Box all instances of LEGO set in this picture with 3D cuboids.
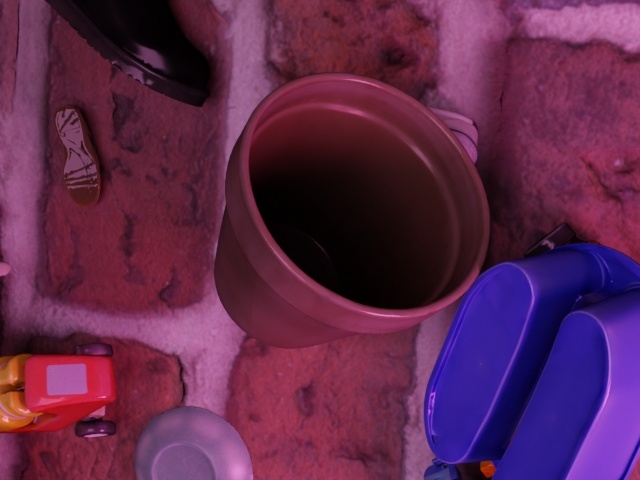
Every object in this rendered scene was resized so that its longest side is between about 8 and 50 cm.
[{"bbox_3d":[0.218,0.299,1.502,0.227,0.093,0.087,-25,120,13],"label":"LEGO set"}]

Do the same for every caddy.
[{"bbox_3d":[0.278,0.168,1.325,0.241,0.179,0.341,38,118,39],"label":"caddy"}]

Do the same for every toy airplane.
[{"bbox_3d":[-0.518,0.231,1.611,0.386,0.272,0.384,39,96,27],"label":"toy airplane"}]

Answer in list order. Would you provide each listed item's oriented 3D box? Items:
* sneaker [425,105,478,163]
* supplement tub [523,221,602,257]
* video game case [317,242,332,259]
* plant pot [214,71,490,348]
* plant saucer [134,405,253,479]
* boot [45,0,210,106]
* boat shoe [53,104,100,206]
[{"bbox_3d":[0.085,-0.140,1.481,0.258,0.091,0.094,13,129,10],"label":"sneaker"},{"bbox_3d":[0.348,0.074,1.417,0.106,0.106,0.198,-40,84,17],"label":"supplement tub"},{"bbox_3d":[0.023,-0.032,1.548,0.183,0.023,0.201,47,108,7],"label":"video game case"},{"bbox_3d":[0.000,0.000,1.380,0.323,0.323,0.280,52,142,6],"label":"plant pot"},{"bbox_3d":[-0.197,0.346,1.653,0.195,0.037,0.195,2,96,17],"label":"plant saucer"},{"bbox_3d":[-0.232,-0.377,1.528,0.348,0.131,0.260,42,106,9],"label":"boot"},{"bbox_3d":[-0.358,-0.126,1.647,0.056,0.048,0.153,-14,99,6],"label":"boat shoe"}]
